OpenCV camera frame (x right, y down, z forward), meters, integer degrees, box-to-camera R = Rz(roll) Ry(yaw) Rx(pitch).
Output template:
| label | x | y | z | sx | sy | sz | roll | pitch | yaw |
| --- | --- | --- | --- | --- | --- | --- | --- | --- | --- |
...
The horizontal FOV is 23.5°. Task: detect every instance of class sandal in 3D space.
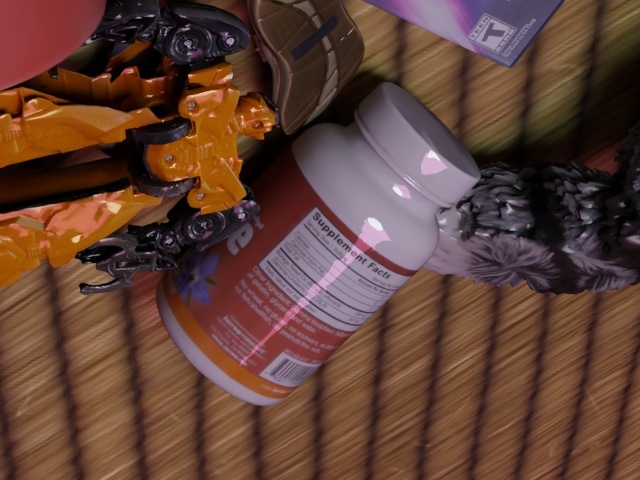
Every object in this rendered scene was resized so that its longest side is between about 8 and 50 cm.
| label | x | y | z | sx | sy | sz | roll | pitch | yaw |
| --- | --- | --- | --- | --- | --- | --- | --- | --- | --- |
| sandal | -0.017 | -0.129 | 0.951 | 0.072 | 0.049 | 0.180 | -39 | 155 | -8 |

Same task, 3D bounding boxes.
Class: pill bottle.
| label | x | y | z | sx | sy | sz | roll | pitch | yaw |
| --- | --- | --- | --- | --- | --- | --- | --- | --- | --- |
| pill bottle | 0.000 | 0.000 | 1.035 | 0.216 | 0.121 | 0.121 | -45 | 134 | 16 |

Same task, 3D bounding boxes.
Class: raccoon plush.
| label | x | y | z | sx | sy | sz | roll | pitch | yaw |
| --- | --- | --- | --- | --- | --- | --- | --- | --- | --- |
| raccoon plush | 0.290 | -0.124 | 1.079 | 0.447 | 0.299 | 0.216 | 7 | 151 | 8 |

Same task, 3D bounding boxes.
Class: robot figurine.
| label | x | y | z | sx | sy | sz | roll | pitch | yaw |
| --- | --- | --- | --- | --- | --- | --- | --- | --- | --- |
| robot figurine | -0.169 | -0.056 | 0.923 | 0.291 | 0.085 | 0.211 | -14 | 135 | -14 |

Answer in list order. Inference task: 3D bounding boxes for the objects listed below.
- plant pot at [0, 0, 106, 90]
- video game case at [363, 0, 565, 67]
| label | x | y | z | sx | sy | sz | roll | pitch | yaw |
| --- | --- | --- | --- | --- | --- | --- | --- | --- | --- |
| plant pot | -0.225 | -0.212 | 0.640 | 0.275 | 0.275 | 0.243 | -8 | 123 | -21 |
| video game case | 0.078 | -0.226 | 0.933 | 0.274 | 0.026 | 0.196 | 17 | 120 | -38 |
